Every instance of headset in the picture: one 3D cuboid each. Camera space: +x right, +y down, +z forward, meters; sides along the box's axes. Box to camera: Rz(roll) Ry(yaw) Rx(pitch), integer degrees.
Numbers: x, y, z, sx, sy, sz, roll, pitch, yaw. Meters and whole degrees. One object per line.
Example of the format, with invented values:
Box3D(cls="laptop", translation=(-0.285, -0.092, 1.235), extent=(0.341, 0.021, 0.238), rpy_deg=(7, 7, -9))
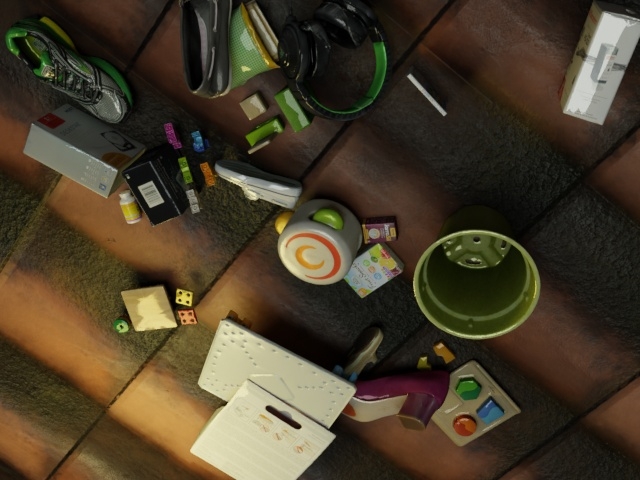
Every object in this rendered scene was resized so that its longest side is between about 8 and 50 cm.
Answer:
Box3D(cls="headset", translation=(0.015, -0.440, 1.619), extent=(0.243, 0.185, 0.394), rpy_deg=(-39, 113, -14))

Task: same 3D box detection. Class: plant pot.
Box3D(cls="plant pot", translation=(0.364, 0.046, 1.796), extent=(0.276, 0.254, 0.276), rpy_deg=(4, 117, 9))

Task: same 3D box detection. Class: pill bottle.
Box3D(cls="pill bottle", translation=(-0.506, -0.090, 2.031), extent=(0.043, 0.043, 0.083), rpy_deg=(-7, 115, 15))

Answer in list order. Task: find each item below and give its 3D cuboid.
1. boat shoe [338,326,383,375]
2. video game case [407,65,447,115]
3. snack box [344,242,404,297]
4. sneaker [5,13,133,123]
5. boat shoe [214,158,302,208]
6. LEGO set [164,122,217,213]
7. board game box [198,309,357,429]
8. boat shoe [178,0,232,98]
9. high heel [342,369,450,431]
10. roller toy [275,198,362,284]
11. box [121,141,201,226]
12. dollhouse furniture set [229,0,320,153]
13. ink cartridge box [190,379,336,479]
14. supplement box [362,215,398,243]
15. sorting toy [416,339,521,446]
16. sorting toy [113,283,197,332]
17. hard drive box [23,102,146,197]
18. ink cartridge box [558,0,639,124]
Box3D(cls="boat shoe", translation=(0.126, 0.306, 2.091), extent=(0.072, 0.068, 0.190), rpy_deg=(26, 129, -16))
Box3D(cls="video game case", translation=(0.242, -0.338, 1.723), extent=(0.122, 0.087, 0.011), rpy_deg=(44, 114, -11))
Box3D(cls="snack box", translation=(0.131, 0.072, 1.980), extent=(0.141, 0.037, 0.100), rpy_deg=(-35, 104, 25))
Box3D(cls="sneaker", translation=(-0.608, -0.394, 1.843), extent=(0.343, 0.146, 0.134), rpy_deg=(37, 118, -8))
Box3D(cls="boat shoe", translation=(-0.161, -0.134, 1.913), extent=(0.226, 0.083, 0.076), rpy_deg=(19, 117, 1))
Box3D(cls="LEGO set", translation=(-0.306, -0.186, 1.910), extent=(0.087, 0.093, 0.227), rpy_deg=(-17, 89, 2))
Box3D(cls="board game box", translation=(-0.125, 0.385, 2.103), extent=(0.390, 0.050, 0.390), rpy_deg=(27, 140, 1))
Box3D(cls="boat shoe", translation=(-0.262, -0.485, 1.700), extent=(0.112, 0.095, 0.335), rpy_deg=(0, 100, 34))
Box3D(cls="high heel", translation=(0.171, 0.409, 2.119), extent=(0.377, 0.181, 0.127), rpy_deg=(10, 136, 34))
Box3D(cls="roller toy", translation=(0.000, 0.000, 1.908), extent=(0.209, 0.146, 0.191), rpy_deg=(-16, 118, 31))
Box3D(cls="box", translation=(-0.394, -0.145, 1.914), extent=(0.093, 0.158, 0.156), rpy_deg=(-20, 111, 20))
Box3D(cls="dollhouse furniture set", translation=(-0.165, -0.371, 1.756), extent=(0.197, 0.151, 0.301), rpy_deg=(-25, 108, 22))
Box3D(cls="ink cartridge box", translation=(-0.166, 0.572, 2.247), extent=(0.308, 0.091, 0.385), rpy_deg=(33, 123, -5))
Box3D(cls="supplement box", translation=(0.150, -0.027, 1.923), extent=(0.083, 0.043, 0.055), rpy_deg=(-5, 114, 14))
Box3D(cls="sorting toy", translation=(0.370, 0.424, 2.103), extent=(0.229, 0.041, 0.307), rpy_deg=(-37, 104, 25))
Box3D(cls="sorting toy", translation=(-0.466, 0.182, 2.157), extent=(0.274, 0.046, 0.132), rpy_deg=(-8, 114, 16))
Box3D(cls="hard drive box", translation=(-0.582, -0.226, 1.902), extent=(0.232, 0.181, 0.089), rpy_deg=(28, 118, -3))
Box3D(cls="ink cartridge box", translation=(0.579, -0.374, 1.593), extent=(0.092, 0.158, 0.218), rpy_deg=(18, 118, 3))
